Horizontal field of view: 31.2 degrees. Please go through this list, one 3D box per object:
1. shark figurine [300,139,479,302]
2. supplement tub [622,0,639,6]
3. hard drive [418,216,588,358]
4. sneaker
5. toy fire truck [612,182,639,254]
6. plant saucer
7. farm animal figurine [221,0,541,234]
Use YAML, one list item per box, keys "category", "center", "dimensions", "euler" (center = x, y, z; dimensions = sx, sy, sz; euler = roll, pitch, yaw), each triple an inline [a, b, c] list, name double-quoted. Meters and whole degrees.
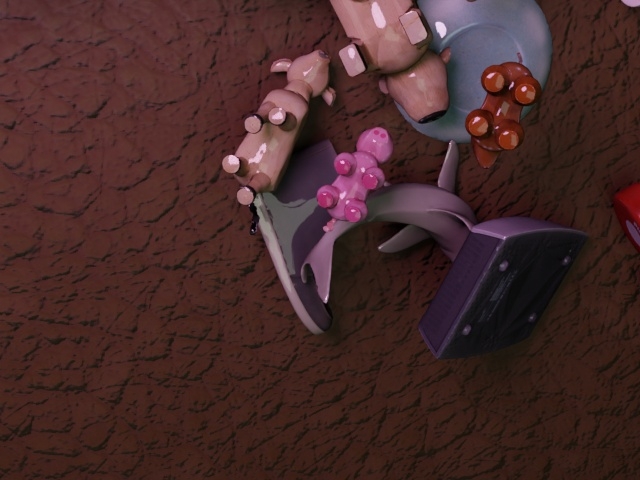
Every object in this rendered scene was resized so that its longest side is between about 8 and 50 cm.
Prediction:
- category: "shark figurine"
  center: [0.107, -0.017, 1.257]
  dimensions: [0.278, 0.116, 0.166]
  euler: [-4, 113, -38]
- category: "supplement tub"
  center: [0.425, -0.311, 1.215]
  dimensions: [0.200, 0.144, 0.144]
  euler: [-3, 115, -11]
- category: "hard drive"
  center: [0.209, 0.049, 1.309]
  dimensions: [0.255, 0.054, 0.172]
  euler: [-2, 123, -57]
- category: "sneaker"
  center: [0.000, 0.000, 1.296]
  dimensions: [0.118, 0.083, 0.222]
  euler: [-23, 116, -2]
- category: "toy fire truck"
  center: [0.488, 0.034, 1.325]
  dimensions: [0.169, 0.254, 0.302]
  euler: [-28, 117, 1]
- category: "plant saucer"
  center: [0.173, -0.194, 1.272]
  dimensions: [0.195, 0.037, 0.194]
  euler: [-5, 115, -11]
- category: "farm animal figurine"
  center: [0.052, -0.186, 1.169]
  dimensions: [0.331, 0.172, 0.326]
  euler: [-7, 101, 12]
